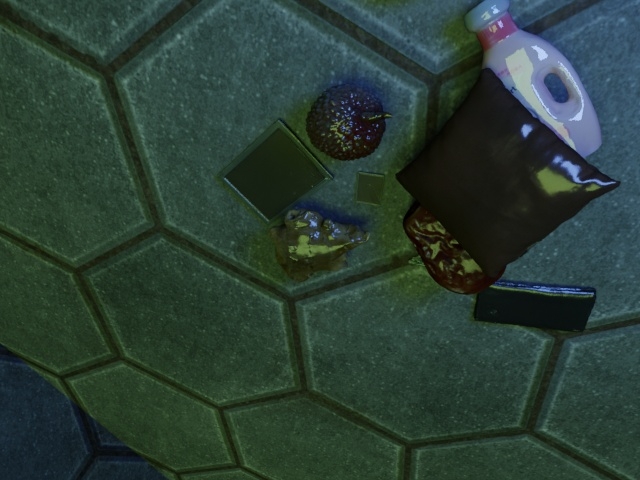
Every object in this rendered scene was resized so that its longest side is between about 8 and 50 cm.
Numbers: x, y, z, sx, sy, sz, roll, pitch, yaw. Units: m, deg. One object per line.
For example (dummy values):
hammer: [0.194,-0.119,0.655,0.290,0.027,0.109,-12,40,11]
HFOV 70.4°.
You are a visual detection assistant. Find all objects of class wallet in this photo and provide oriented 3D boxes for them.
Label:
wallet: [0.560,0.174,1.200,0.286,0.030,0.145,5,123,15]

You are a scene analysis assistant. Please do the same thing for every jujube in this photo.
jujube: [0.310,0.006,1.063,0.255,0.190,0.190,40,127,-4]

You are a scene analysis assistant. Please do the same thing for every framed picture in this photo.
framed picture: [-0.119,-0.163,1.162,0.252,0.014,0.197,-33,111,33]
framed picture: [0.122,-0.127,1.122,0.066,0.006,0.089,9,128,9]

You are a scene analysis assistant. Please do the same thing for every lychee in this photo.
lychee: [0.060,-0.248,0.952,0.198,0.165,0.165,-2,130,52]

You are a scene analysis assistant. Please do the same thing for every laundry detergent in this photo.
laundry detergent: [0.379,-0.289,0.839,0.159,0.088,0.335,-26,103,35]

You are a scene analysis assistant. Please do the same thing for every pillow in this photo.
pillow: [0.325,-0.115,0.872,0.305,0.108,0.307,48,137,11]

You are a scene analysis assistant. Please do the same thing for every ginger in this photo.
ginger: [0.000,0.000,1.184,0.270,0.123,0.218,-24,119,19]

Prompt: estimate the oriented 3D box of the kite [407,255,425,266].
kite: [0.285,0.028,1.188,0.139,0.011,0.157,-35,111,30]
